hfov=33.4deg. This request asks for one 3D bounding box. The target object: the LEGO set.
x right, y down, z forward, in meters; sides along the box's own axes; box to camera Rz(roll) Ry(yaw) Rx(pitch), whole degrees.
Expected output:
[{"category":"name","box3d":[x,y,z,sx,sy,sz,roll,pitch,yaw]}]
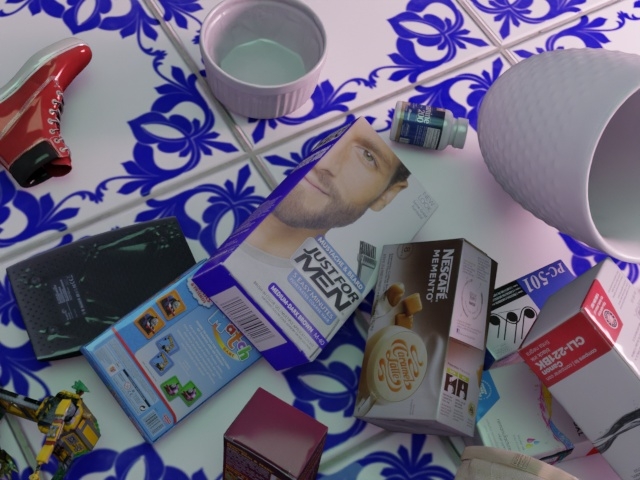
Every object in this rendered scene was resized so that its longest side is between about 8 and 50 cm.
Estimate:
[{"category":"LEGO set","box3d":[-0.443,0.259,1.277,0.255,0.192,0.331,21,60,30]}]

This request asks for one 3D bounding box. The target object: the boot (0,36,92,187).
[{"category":"boot","box3d":[-0.410,-0.194,1.657,0.176,0.088,0.244,38,70,16]}]

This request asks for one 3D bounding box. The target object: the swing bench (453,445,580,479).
[{"category":"swing bench","box3d":[0.174,0.399,1.252,0.165,0.254,0.253,27,59,11]}]

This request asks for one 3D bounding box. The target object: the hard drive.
[{"category":"hard drive","box3d":[-0.300,0.072,1.520,0.255,0.054,0.172,-19,63,-18]}]

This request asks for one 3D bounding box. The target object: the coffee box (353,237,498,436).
[{"category":"coffee box","box3d":[0.144,0.131,1.437,0.141,0.098,0.246,-4,67,40]}]

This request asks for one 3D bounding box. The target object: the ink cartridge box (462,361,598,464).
[{"category":"ink cartridge box","box3d":[0.309,0.235,1.470,0.231,0.078,0.134,-12,61,-14]}]

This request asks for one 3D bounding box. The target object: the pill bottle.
[{"category":"pill bottle","box3d":[0.175,-0.183,1.719,0.120,0.067,0.067,11,58,1]}]

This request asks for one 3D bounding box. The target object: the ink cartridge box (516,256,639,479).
[{"category":"ink cartridge box","box3d":[0.405,0.184,1.399,0.273,0.114,0.197,50,31,1]}]

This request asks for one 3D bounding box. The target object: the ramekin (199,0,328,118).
[{"category":"ramekin","box3d":[-0.094,-0.294,1.735,0.207,0.109,0.207,3,58,-4]}]

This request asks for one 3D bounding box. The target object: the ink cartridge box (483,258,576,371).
[{"category":"ink cartridge box","box3d":[0.296,0.107,1.549,0.207,0.046,0.097,-22,63,-28]}]

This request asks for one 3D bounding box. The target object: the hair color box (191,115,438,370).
[{"category":"hair color box","box3d":[0.000,0.000,1.514,0.185,0.110,0.339,48,56,-12]}]

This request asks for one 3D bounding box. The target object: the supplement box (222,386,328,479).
[{"category":"supplement box","box3d":[-0.060,0.275,1.342,0.104,0.188,0.081,29,60,12]}]

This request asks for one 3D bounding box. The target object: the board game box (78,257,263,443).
[{"category":"board game box","box3d":[-0.195,0.148,1.455,0.211,0.039,0.160,-37,97,-24]}]

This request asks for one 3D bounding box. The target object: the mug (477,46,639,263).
[{"category":"mug","box3d":[0.429,-0.133,1.594,0.374,0.276,0.328,20,8,-32]}]
